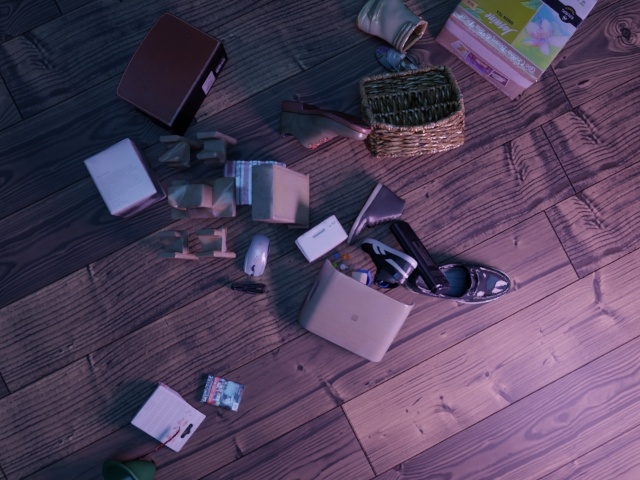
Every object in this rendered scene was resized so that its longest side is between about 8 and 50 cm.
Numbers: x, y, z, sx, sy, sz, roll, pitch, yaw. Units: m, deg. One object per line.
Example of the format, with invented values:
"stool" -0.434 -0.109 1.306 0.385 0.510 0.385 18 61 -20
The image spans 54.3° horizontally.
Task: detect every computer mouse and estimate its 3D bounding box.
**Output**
"computer mouse" -0.208 0.073 1.951 0.106 0.042 0.193 13 87 -1

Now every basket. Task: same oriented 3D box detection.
"basket" 0.276 -0.386 1.876 0.299 0.213 0.223 -8 115 -3

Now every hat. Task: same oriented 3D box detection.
"hat" -0.531 0.688 1.915 0.208 0.183 0.173 -6 111 36

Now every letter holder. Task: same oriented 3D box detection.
"letter holder" -0.458 -0.509 1.917 0.214 0.152 0.302 29 86 1

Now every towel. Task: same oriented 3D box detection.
"towel" -0.209 -0.180 1.973 0.197 0.029 0.144 2 87 0

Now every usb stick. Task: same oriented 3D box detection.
"usb stick" 0.301 0.047 1.902 0.077 0.045 0.278 0 47 -37

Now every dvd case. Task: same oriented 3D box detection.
"dvd case" -0.304 0.475 1.942 0.119 0.013 0.087 16 87 0

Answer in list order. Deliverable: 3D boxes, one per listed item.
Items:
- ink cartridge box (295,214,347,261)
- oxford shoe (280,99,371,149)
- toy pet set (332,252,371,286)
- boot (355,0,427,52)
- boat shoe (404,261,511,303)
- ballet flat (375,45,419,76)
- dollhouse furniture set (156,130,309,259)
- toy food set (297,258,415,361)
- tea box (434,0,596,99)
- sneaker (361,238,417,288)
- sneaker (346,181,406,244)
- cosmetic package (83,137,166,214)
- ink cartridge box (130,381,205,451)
"ink cartridge box" 0.000 0.000 1.889 0.139 0.191 0.082 -33 89 -3
"oxford shoe" 0.010 -0.332 1.884 0.123 0.348 0.130 1 107 -45
"toy pet set" 0.099 0.109 1.966 0.114 0.065 0.122 5 83 33
"boot" 0.261 -0.733 1.953 0.203 0.095 0.262 38 90 22
"boat shoe" 0.436 0.129 1.940 0.340 0.113 0.127 9 87 -2
"ballet flat" 0.272 -0.552 1.984 0.221 0.079 0.077 42 84 0
"dollhouse furniture set" -0.261 -0.125 1.883 0.394 0.256 0.362 -2 86 22
"toy food set" 0.107 0.216 1.918 0.306 0.092 0.220 26 110 -5
"tea box" 0.594 -0.679 1.933 0.329 0.220 0.323 37 87 0
"sneaker" 0.177 0.075 1.891 0.121 0.217 0.079 -54 132 -12
"sneaker" 0.174 -0.063 1.954 0.118 0.083 0.222 31 85 -1
"cosmetic package" -0.589 -0.186 1.893 0.151 0.151 0.184 -27 90 -3
"ink cartridge box" -0.469 0.544 1.928 0.179 0.045 0.145 40 85 -18
